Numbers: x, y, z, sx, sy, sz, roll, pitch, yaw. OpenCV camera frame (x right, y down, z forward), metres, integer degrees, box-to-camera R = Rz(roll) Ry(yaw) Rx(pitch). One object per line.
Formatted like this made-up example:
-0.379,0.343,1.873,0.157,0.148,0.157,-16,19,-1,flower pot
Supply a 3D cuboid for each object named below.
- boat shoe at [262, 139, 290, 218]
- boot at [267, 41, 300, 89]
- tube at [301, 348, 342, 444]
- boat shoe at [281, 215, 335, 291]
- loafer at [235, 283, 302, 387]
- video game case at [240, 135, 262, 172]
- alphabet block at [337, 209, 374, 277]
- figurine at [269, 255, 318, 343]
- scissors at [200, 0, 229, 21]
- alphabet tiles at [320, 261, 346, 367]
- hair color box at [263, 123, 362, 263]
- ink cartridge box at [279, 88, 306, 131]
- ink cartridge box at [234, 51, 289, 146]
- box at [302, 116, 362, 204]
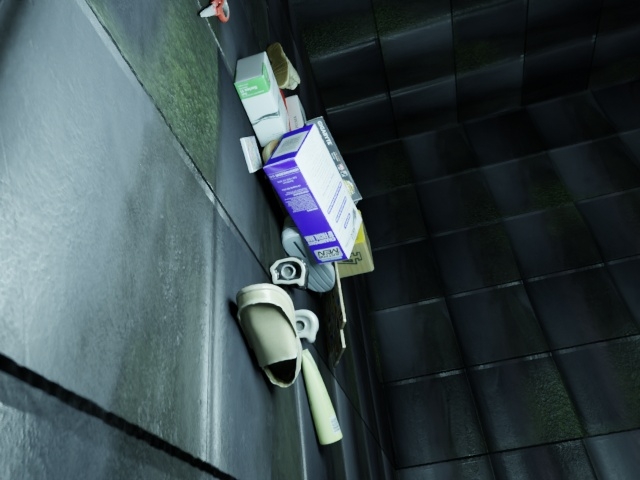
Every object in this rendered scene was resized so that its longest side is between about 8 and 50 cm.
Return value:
-0.109,-0.158,1.525,0.285,0.089,0.104,66,34,-38,boat shoe
-0.131,-0.625,2.032,0.165,0.077,0.213,47,25,-58,boot
-0.008,0.400,1.383,0.070,0.062,0.240,-29,-105,53,tube
-0.030,0.043,1.599,0.302,0.109,0.094,64,18,-46,boat shoe
-0.086,0.186,1.019,0.092,0.102,0.268,-103,175,-47,loafer
-0.176,-0.223,1.375,0.122,0.011,0.087,-69,144,-76,video game case
0.104,0.019,2.231,0.192,0.193,0.197,-97,169,-45,alphabet block
-0.052,0.156,1.374,0.209,0.092,0.215,51,27,-80,figurine
-0.259,-0.568,1.330,0.297,0.021,0.109,-96,171,-48,scissors
0.039,0.220,1.733,0.285,0.011,0.342,105,-19,-55,alphabet tiles
-0.011,-0.122,1.467,0.339,0.110,0.185,60,33,-29,hair color box
-0.095,-0.453,2.122,0.239,0.060,0.275,55,23,-72,ink cartridge box
-0.159,-0.390,1.488,0.153,0.087,0.208,-95,167,-48,ink cartridge box
0.005,-0.205,1.745,0.295,0.073,0.293,64,-20,9,box
